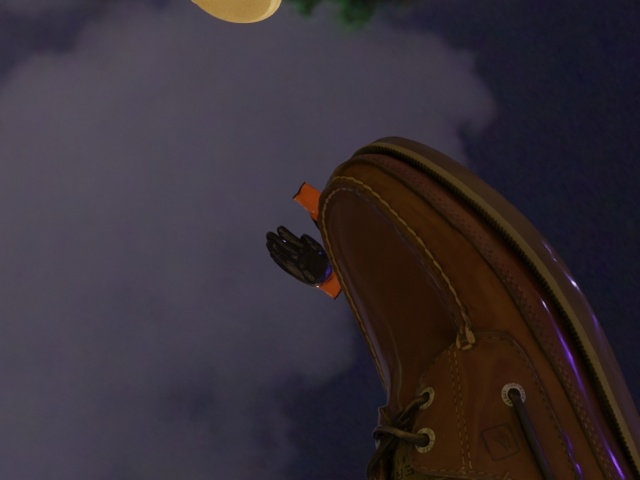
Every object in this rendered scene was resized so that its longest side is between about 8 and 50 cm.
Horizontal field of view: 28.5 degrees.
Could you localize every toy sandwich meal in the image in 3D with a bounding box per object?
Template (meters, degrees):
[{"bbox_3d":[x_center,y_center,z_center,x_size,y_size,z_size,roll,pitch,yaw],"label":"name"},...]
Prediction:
[{"bbox_3d":[-0.064,-0.187,0.885,0.085,0.085,0.029,-3,-131,30],"label":"toy sandwich meal"}]

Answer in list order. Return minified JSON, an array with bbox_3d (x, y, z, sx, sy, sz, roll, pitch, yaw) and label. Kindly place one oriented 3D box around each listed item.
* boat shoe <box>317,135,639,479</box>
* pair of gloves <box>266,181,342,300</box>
[{"bbox_3d":[0.075,0.087,0.567,0.104,0.111,0.307,-25,-112,-26],"label":"boat shoe"},{"bbox_3d":[0.000,0.000,0.975,0.074,0.010,0.083,35,-125,-2],"label":"pair of gloves"}]
